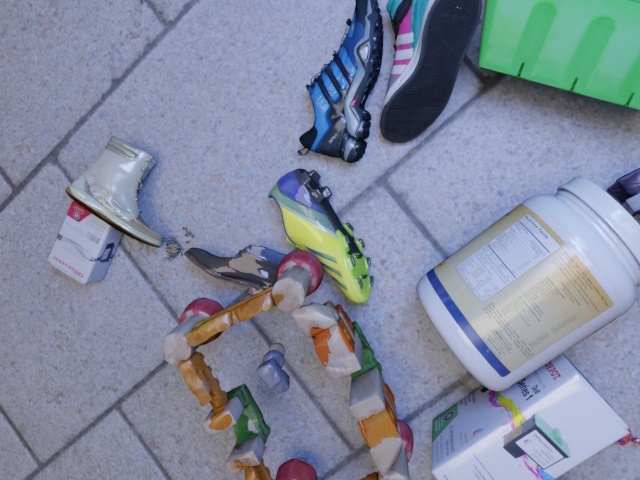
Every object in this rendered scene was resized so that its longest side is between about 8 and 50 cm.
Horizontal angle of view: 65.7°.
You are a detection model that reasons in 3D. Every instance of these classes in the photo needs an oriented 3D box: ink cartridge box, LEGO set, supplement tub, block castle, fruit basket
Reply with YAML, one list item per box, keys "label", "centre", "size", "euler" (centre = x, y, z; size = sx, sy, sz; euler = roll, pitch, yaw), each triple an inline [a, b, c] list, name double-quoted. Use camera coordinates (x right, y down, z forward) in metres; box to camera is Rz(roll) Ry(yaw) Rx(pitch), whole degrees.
- label: "ink cartridge box"
  centre: [0.332, 0.312, 0.838]
  size: [0.278, 0.201, 0.117]
  euler: [-40, 85, 13]
- label: "LEGO set"
  centre: [-0.306, 0.009, 1.067]
  size: [0.083, 0.023, 0.054]
  euler: [-29, 89, 0]
- label: "supplement tub"
  centre: [0.343, 0.069, 0.806]
  size: [0.316, 0.228, 0.228]
  euler: [-39, 85, 13]
- label: "ink cartridge box"
  centre: [-0.512, 0.004, 1.090]
  size: [0.109, 0.063, 0.151]
  euler: [30, 100, 9]
- label: "block castle"
  centre: [-0.043, 0.270, 0.906]
  size: [0.303, 0.213, 0.453]
  euler: [-27, 96, 10]
- label: "fruit basket"
  centre: [0.433, -0.398, 0.721]
  size: [0.391, 0.283, 0.392]
  euler: [6, 110, 17]

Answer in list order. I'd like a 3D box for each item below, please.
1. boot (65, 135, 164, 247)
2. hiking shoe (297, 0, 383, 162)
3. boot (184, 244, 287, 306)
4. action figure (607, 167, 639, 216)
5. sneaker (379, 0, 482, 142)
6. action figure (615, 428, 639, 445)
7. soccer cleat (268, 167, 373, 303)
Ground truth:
- label: "boot"
  centre: [-0.386, -0.099, 1.033]
  size: [0.213, 0.077, 0.165]
  euler: [36, 71, -15]
- label: "hiking shoe"
  centre: [0.036, -0.301, 0.912]
  size: [0.132, 0.113, 0.304]
  euler: [11, 96, 12]
- label: "boot"
  centre: [-0.161, 0.040, 1.010]
  size: [0.219, 0.082, 0.106]
  euler: [27, 89, 1]
- label: "action figure"
  centre: [0.572, 0.012, 0.783]
  size: [0.099, 0.185, 0.285]
  euler: [-33, 80, 32]
- label: "sneaker"
  centre: [0.167, -0.337, 0.879]
  size: [0.123, 0.178, 0.296]
  euler: [7, 136, -15]
- label: "action figure"
  centre: [0.513, 0.342, 0.888]
  size: [0.115, 0.030, 0.038]
  euler: [15, 92, 10]
- label: "soccer cleat"
  centre: [0.000, -0.001, 0.960]
  size: [0.121, 0.093, 0.289]
  euler: [-32, 85, 24]
